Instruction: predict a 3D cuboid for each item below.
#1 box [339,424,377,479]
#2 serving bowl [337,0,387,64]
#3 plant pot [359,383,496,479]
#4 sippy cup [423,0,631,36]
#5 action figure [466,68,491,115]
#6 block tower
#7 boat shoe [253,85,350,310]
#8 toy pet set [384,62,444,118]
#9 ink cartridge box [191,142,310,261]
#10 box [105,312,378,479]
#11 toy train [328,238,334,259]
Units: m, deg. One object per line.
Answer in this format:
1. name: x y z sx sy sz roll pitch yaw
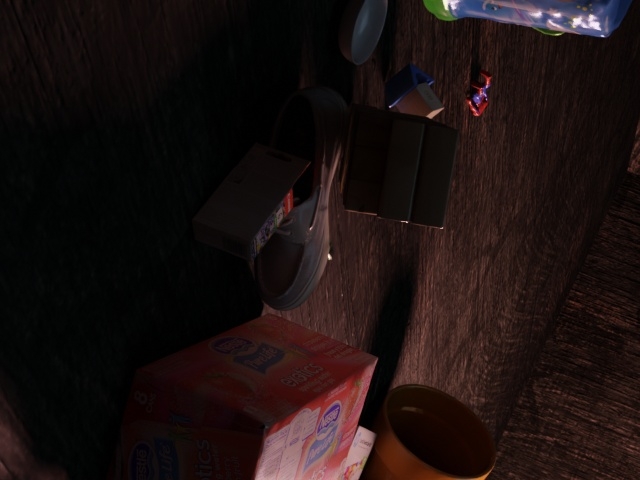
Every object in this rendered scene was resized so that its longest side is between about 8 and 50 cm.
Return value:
1. box: 0.022 0.365 1.833 0.186 0.038 0.145 -67 162 -8
2. serving bowl: 0.039 -0.224 1.245 0.083 0.027 0.083 -56 158 -36
3. plant pot: 0.155 0.374 2.002 0.205 0.205 0.188 -37 160 -58
4. sippy cup: 0.266 -0.350 1.437 0.305 0.224 0.240 -32 141 -62
5. action figure: 0.235 -0.216 1.810 0.038 0.030 0.115 -58 164 -14
6. block tower: 0.070 -0.083 1.215 0.335 0.090 0.097 -99 -162 -84
7. boat shoe: -0.033 -0.041 1.185 0.081 0.079 0.228 -5 109 -63
8. toy pet set: 0.080 -0.149 1.432 0.114 0.065 0.122 -38 174 29
9. ink cartridge box: -0.061 -0.037 1.111 0.115 0.062 0.029 -55 156 -36
10. box: -0.071 0.186 1.204 0.300 0.142 0.154 -19 128 -67
11. toy train: 0.000 0.000 1.388 0.017 0.023 0.083 -63 161 -17
